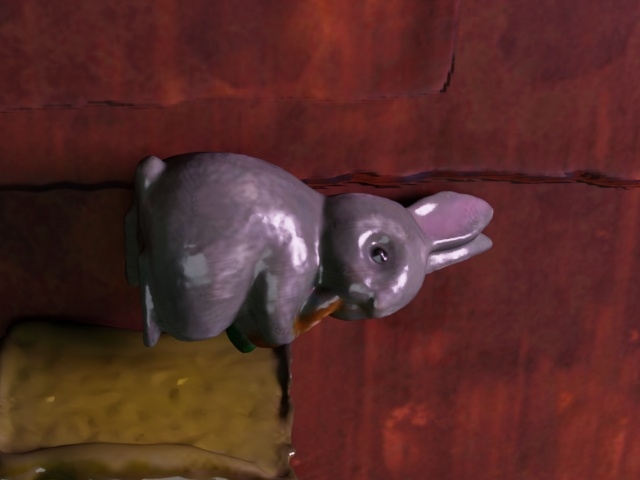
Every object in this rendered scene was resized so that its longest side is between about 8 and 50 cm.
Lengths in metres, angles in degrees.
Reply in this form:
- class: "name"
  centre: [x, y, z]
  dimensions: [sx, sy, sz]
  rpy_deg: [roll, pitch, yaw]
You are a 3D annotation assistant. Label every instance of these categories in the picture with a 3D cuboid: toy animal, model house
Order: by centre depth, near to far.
- class: "toy animal"
  centre: [-0.004, 0.005, 1.032]
  dimensions: [0.236, 0.108, 0.138]
  rpy_deg: [-4, 122, -3]
- class: "model house"
  centre: [-0.115, 0.190, 1.099]
  dimensions: [0.193, 0.174, 0.234]
  rpy_deg: [1, 119, -6]
